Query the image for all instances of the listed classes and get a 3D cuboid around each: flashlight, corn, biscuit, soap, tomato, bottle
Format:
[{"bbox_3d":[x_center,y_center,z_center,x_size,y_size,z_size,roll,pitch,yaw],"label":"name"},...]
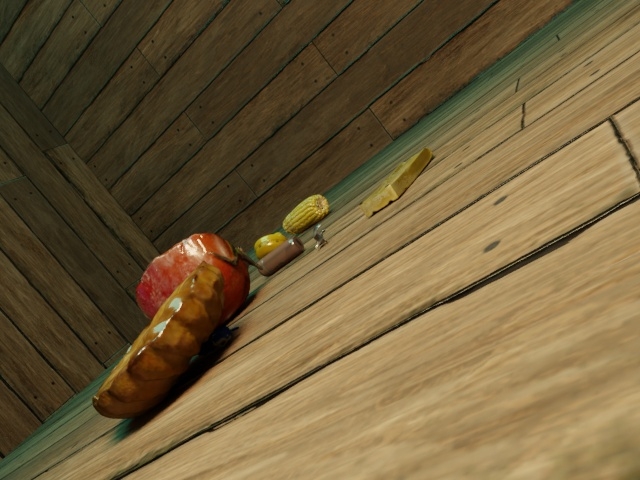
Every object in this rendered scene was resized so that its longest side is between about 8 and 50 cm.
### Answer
[{"bbox_3d":[-0.198,0.190,1.027,0.057,0.035,0.121,-10,-20,-44],"label":"flashlight"},{"bbox_3d":[-0.054,-0.094,2.019,0.093,0.093,0.244,-43,8,-34],"label":"corn"},{"bbox_3d":[-0.279,0.185,1.004,0.325,0.107,0.325,-47,13,15],"label":"biscuit"},{"bbox_3d":[0.174,-0.135,1.224,0.092,0.037,0.252,-32,8,39],"label":"soap"},{"bbox_3d":[-0.278,0.136,1.291,0.309,0.170,0.309,-26,-32,-18],"label":"tomato"},{"bbox_3d":[-0.109,0.044,1.491,0.140,0.053,0.053,-35,7,24],"label":"bottle"}]

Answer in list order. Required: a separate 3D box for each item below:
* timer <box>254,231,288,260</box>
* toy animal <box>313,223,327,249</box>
[{"bbox_3d":[-0.143,0.016,1.642,0.107,0.109,0.107,-11,-30,-6],"label":"timer"},{"bbox_3d":[0.001,0.000,1.279,0.028,0.050,0.084,-8,-30,6],"label":"toy animal"}]
